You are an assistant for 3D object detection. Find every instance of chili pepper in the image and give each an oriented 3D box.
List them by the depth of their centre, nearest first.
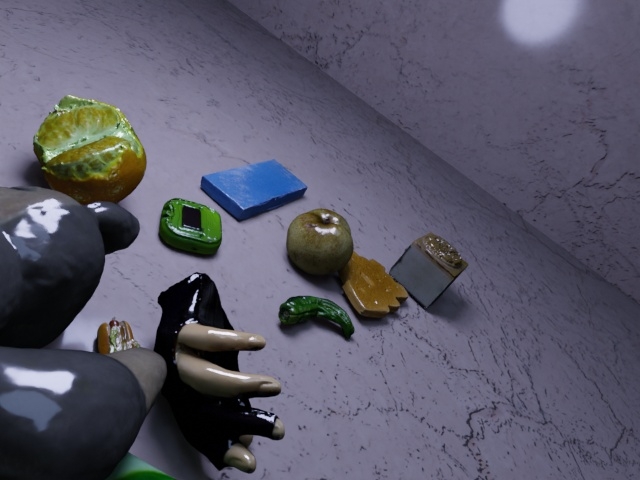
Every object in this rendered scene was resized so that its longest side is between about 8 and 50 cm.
[{"bbox_3d":[-0.009,0.152,0.985,0.182,0.050,0.073,17,26,-31],"label":"chili pepper"}]

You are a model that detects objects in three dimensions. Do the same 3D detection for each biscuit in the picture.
[{"bbox_3d":[0.117,0.116,1.166,0.212,0.041,0.239,37,28,-3],"label":"biscuit"}]

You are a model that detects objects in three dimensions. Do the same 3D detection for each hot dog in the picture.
[{"bbox_3d":[-0.293,0.164,0.703,0.056,0.041,0.133,7,39,-37],"label":"hot dog"}]

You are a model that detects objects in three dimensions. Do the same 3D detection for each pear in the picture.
[{"bbox_3d":[0.000,0.000,1.125,0.167,0.137,0.167,7,32,-5],"label":"pear"}]

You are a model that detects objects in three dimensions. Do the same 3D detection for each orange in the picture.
[{"bbox_3d":[-0.427,-0.155,0.912,0.179,0.159,0.237,-31,55,-17],"label":"orange"}]

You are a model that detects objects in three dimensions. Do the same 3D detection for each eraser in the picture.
[{"bbox_3d":[-0.165,-0.142,1.273,0.144,0.043,0.311,39,30,13],"label":"eraser"}]

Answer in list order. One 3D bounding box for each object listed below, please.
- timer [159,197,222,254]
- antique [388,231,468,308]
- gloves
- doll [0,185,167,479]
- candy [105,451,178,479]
[{"bbox_3d":[-0.269,-0.033,1.009,0.127,0.047,0.140,17,33,-25],"label":"timer"},{"bbox_3d":[0.295,0.072,1.293,0.146,0.148,0.152,45,29,16],"label":"antique"},{"bbox_3d":[-0.151,0.194,0.689,0.152,0.197,0.301,-33,45,-22],"label":"gloves"},{"bbox_3d":[-0.342,0.097,0.553,0.379,0.252,0.382,56,14,4],"label":"doll"},{"bbox_3d":[-0.205,0.307,0.468,0.397,0.172,0.263,21,25,5],"label":"candy"}]
